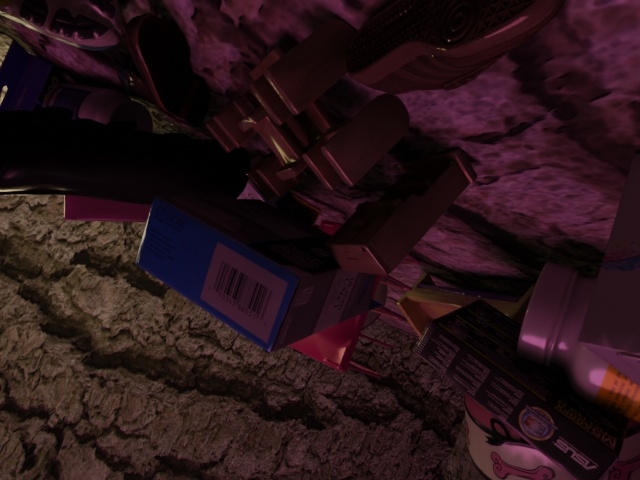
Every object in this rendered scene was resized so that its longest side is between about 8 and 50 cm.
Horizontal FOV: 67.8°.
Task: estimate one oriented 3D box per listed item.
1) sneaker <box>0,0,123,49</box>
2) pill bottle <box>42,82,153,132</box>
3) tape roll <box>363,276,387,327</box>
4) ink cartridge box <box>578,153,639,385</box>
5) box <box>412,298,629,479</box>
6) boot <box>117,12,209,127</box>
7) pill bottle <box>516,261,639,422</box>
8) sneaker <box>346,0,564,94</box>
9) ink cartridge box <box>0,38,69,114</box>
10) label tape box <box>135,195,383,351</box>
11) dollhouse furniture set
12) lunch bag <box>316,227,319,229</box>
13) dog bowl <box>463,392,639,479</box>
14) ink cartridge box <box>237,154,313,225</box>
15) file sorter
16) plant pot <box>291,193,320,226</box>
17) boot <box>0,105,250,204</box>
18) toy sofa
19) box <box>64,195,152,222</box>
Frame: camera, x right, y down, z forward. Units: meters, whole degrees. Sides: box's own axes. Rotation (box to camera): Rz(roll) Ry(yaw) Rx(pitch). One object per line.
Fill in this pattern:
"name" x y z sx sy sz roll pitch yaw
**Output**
"sneaker" -0.341 -0.276 0.484 0.275 0.107 0.110 28 178 -20
"pill bottle" -0.389 -0.214 0.841 0.186 0.112 0.112 18 168 31
"tape roll" 0.065 0.130 1.248 0.219 0.219 0.072 22 169 10
"ink cartridge box" 0.310 0.033 0.367 0.128 0.176 0.127 30 168 -30
"box" 0.301 0.199 0.702 0.270 0.060 0.216 36 -156 30
"boot" -0.216 -0.208 0.582 0.106 0.082 0.219 20 171 4
"pill bottle" 0.435 0.141 0.590 0.333 0.188 0.188 18 168 29
"sneaker" 0.094 -0.143 0.330 0.071 0.066 0.188 10 -178 -30
"ink cartridge box" -0.523 -0.216 0.868 0.045 0.207 0.208 17 170 1
"label tape box" -0.052 0.026 0.704 0.240 0.106 0.333 27 -165 25
"dollhouse furniture set" 0.029 -0.107 0.522 0.242 0.161 0.212 51 160 -17
"lunch bag" 0.000 0.000 1.212 0.071 0.053 0.083 17 176 40
"dog bowl" 0.467 0.305 0.918 0.408 0.407 0.151 -2 110 66
"ink cartridge box" -0.170 -0.049 0.974 0.332 0.065 0.165 -15 120 51
"file sorter" 0.075 0.135 1.078 0.202 0.291 0.182 13 168 44
"plant pot" -0.064 -0.050 1.042 0.081 0.081 0.083 29 174 -26
"boot" -0.283 -0.102 0.593 0.444 0.146 0.366 8 -177 -41
"toy sofa" 0.348 0.149 1.020 0.150 0.177 0.362 53 161 -15
"box" -0.379 -0.117 0.943 0.213 0.118 0.243 1 -167 -24
